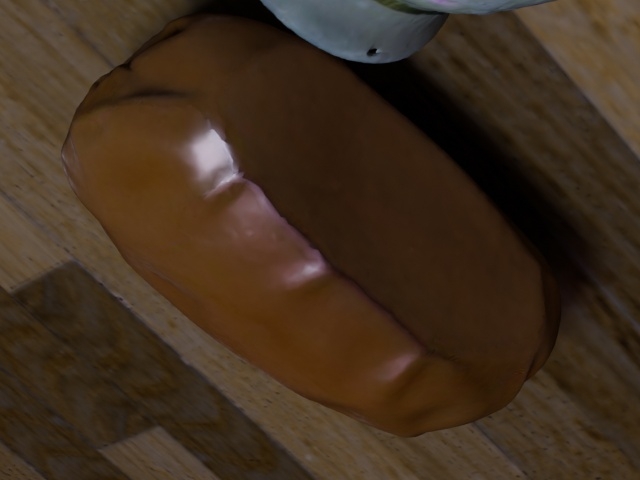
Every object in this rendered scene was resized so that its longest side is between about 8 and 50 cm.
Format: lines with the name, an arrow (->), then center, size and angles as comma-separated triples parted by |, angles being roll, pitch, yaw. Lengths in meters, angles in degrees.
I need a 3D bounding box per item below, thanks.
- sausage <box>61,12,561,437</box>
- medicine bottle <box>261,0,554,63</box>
sausage -> 0.000, -0.001, 0.678 | 0.241, 0.120, 0.136 | 39, 151, -17
medicine bottle -> 0.046, -0.142, 0.491 | 0.143, 0.147, 0.147 | -20, 123, 41
